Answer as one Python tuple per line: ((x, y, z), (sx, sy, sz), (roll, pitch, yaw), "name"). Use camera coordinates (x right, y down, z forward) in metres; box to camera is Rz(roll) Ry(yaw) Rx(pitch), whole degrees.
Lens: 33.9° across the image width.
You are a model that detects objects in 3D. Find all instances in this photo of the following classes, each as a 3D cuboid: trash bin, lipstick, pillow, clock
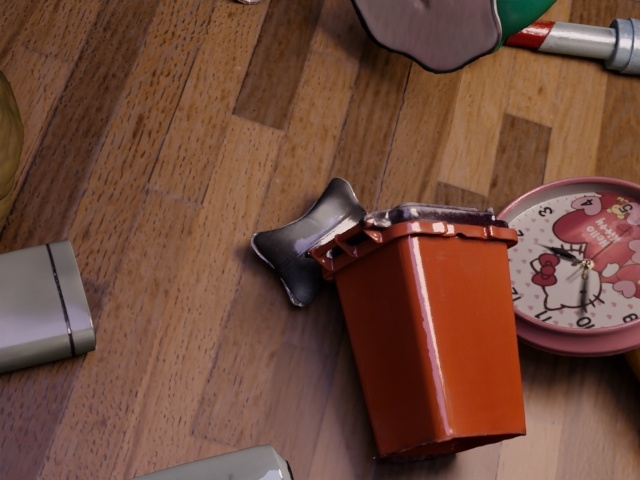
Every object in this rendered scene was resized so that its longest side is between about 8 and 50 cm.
((0.099, 0.091, 1.037), (0.184, 0.161, 0.238), (6, 68, -33), "trash bin")
((-0.296, 0.067, 1.027), (0.130, 0.059, 0.116), (-13, 66, -17), "trash bin")
((0.371, -0.250, 1.337), (0.274, 0.061, 0.068), (7, 74, -4), "lipstick")
((0.001, 0.000, 1.127), (0.136, 0.055, 0.091), (-35, 110, -22), "pillow")
((0.289, 0.025, 1.138), (0.244, 0.056, 0.244), (-8, 47, 9), "clock")

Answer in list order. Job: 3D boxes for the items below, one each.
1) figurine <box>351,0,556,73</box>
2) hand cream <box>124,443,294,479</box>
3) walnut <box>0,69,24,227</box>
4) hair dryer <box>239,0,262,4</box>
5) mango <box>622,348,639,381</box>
((0.206, -0.354, 1.262), (0.324, 0.231, 0.340), (10, 40, 40), "figurine")
((-0.176, 0.270, 0.966), (0.321, 0.067, 0.109), (-18, 70, -12), "hand cream")
((-0.420, -0.100, 0.971), (0.282, 0.253, 0.277), (-25, 71, -21), "walnut")
((-0.015, -0.383, 1.329), (0.220, 0.053, 0.195), (1, 64, -20), "hair dryer")
((0.429, 0.138, 1.116), (0.317, 0.119, 0.176), (41, 50, 22), "mango")
